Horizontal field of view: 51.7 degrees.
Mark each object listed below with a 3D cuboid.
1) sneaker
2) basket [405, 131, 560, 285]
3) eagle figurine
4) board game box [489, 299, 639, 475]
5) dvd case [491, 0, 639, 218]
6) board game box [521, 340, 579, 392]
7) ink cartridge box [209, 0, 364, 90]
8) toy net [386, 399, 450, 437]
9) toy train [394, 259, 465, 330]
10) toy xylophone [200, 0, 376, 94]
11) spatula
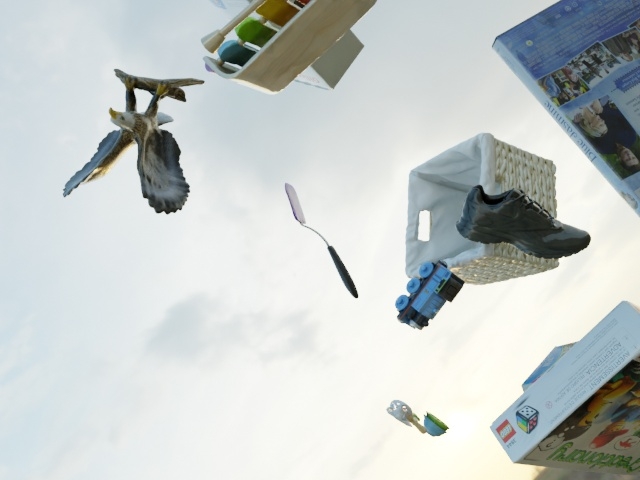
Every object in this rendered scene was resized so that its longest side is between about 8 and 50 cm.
[{"bbox_3d":[0.443,-0.044,1.437,0.109,0.286,0.130,-53,-27,-63],"label":"sneaker"},{"bbox_3d":[0.420,-0.059,1.759,0.266,0.329,0.331,13,-19,-27],"label":"basket"},{"bbox_3d":[-0.385,-0.200,1.362,0.225,0.226,0.299,16,-102,-45],"label":"eagle figurine"},{"bbox_3d":[0.347,0.178,0.731,0.305,0.053,0.193,19,-61,-38],"label":"board game box"},{"bbox_3d":[0.320,-0.150,0.666,0.180,0.253,0.022,-31,-16,-13],"label":"dvd case"},{"bbox_3d":[0.547,0.232,1.182,0.303,0.098,0.224,-25,-3,37],"label":"board game box"},{"bbox_3d":[-0.087,-0.475,1.393,0.307,0.223,0.129,39,-95,-39],"label":"ink cartridge box"},{"bbox_3d":[0.215,0.407,1.565,0.045,0.122,0.232,-54,-43,-1],"label":"toy net"},{"bbox_3d":[0.255,0.133,1.579,0.080,0.105,0.184,34,-86,-35],"label":"toy train"},{"bbox_3d":[-0.052,-0.346,1.014,0.322,0.081,0.236,-34,-19,18],"label":"toy xylophone"},{"bbox_3d":[0.000,0.000,1.419,0.030,0.296,0.084,-37,-15,9],"label":"spatula"}]
